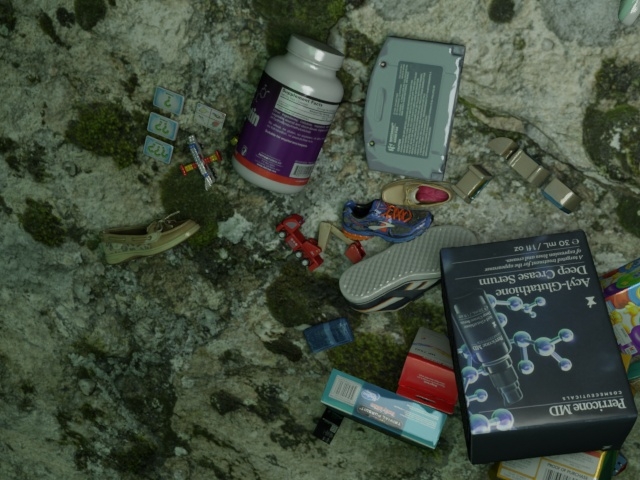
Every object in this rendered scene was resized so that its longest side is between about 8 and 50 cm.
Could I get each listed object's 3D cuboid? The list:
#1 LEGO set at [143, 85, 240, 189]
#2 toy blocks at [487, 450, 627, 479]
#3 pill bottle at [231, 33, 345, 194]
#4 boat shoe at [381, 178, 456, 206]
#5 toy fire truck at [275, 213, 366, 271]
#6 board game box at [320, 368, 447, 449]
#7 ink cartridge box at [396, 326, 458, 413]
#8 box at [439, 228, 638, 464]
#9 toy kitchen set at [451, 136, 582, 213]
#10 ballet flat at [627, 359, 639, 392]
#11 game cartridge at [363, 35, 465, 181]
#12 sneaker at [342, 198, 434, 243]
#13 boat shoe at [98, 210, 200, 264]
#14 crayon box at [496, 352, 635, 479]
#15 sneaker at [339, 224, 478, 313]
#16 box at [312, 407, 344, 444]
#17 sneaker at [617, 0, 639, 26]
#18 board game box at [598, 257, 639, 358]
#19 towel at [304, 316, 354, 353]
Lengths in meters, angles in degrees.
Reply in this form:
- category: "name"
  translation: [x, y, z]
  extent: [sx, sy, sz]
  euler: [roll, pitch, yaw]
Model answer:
- category: "LEGO set"
  translation: [-0.312, -0.241, 1.782]
  extent: [0.244, 0.060, 0.182]
  euler: [23, 114, 9]
- category: "toy blocks"
  translation: [0.560, 0.576, 1.697]
  extent: [0.261, 0.191, 0.381]
  euler: [34, 102, -6]
- category: "pill bottle"
  translation: [-0.064, -0.276, 1.630]
  extent: [0.181, 0.181, 0.323]
  euler: [26, 111, 8]
- category: "boat shoe"
  translation: [0.215, -0.105, 1.660]
  extent: [0.170, 0.059, 0.063]
  euler: [-3, 104, 17]
- category: "toy fire truck"
  translation: [0.000, 0.000, 1.761]
  extent: [0.135, 0.047, 0.192]
  euler: [-39, 91, 22]
- category: "board game box"
  translation: [0.141, 0.390, 1.682]
  extent: [0.254, 0.336, 0.079]
  euler: [21, 76, 10]
- category: "ink cartridge box"
  translation: [0.258, 0.287, 1.666]
  extent: [0.134, 0.231, 0.078]
  euler: [18, 109, 11]
- category: "box"
  translation: [0.409, 0.210, 1.474]
  extent: [0.293, 0.395, 0.212]
  euler: [-8, 148, 6]
- category: "toy kitchen set"
  translation: [0.415, -0.098, 1.585]
  extent: [0.207, 0.122, 0.166]
  euler: [47, 107, 23]
- category: "ballet flat"
  translation: [0.752, 0.278, 1.616]
  extent: [0.206, 0.073, 0.067]
  euler: [-22, 125, 24]
- category: "game cartridge"
  translation: [0.195, -0.287, 1.619]
  extent: [0.196, 0.060, 0.294]
  euler: [11, 108, 10]
- category: "sneaker"
  translation: [0.144, -0.049, 1.664]
  extent: [0.221, 0.083, 0.087]
  euler: [-2, 126, 23]
- category: "boat shoe"
  translation: [-0.433, -0.012, 1.856]
  extent: [0.285, 0.104, 0.089]
  euler: [-16, 103, 21]
- category: "crayon box"
  translation: [0.522, 0.380, 1.558]
  extent: [0.203, 0.083, 0.323]
  euler: [10, 73, 42]
- category: "sneaker"
  translation: [0.202, 0.069, 1.688]
  extent: [0.321, 0.127, 0.126]
  euler: [-20, 60, 2]
- category: "box"
  translation: [0.023, 0.457, 1.864]
  extent: [0.052, 0.083, 0.062]
  euler: [29, 111, 6]
- category: "sneaker"
  translation: [0.560, -0.543, 1.413]
  extent: [0.151, 0.094, 0.256]
  euler: [10, 98, 8]
- category: "board game box"
  translation: [0.717, 0.104, 1.525]
  extent: [0.275, 0.142, 0.144]
  euler: [-31, 95, 22]
- category: "towel"
  translation: [0.020, 0.233, 1.831]
  extent: [0.119, 0.029, 0.067]
  euler: [-19, 98, 21]
